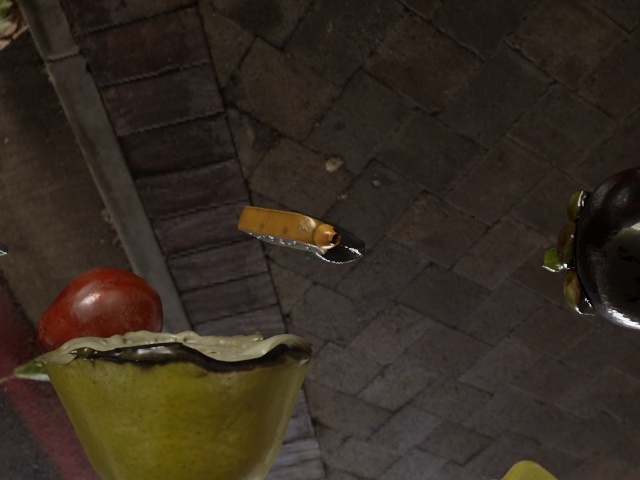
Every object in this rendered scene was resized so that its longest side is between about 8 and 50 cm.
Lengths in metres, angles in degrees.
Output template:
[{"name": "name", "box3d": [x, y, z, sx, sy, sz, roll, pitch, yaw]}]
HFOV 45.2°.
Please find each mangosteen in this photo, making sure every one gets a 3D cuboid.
[{"name": "mangosteen", "box3d": [0.509, 0.017, 1.277, 0.302, 0.275, 0.275, -10, 140, 43]}]

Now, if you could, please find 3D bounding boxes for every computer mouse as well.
[{"name": "computer mouse", "box3d": [0.000, 0.000, 1.313, 0.172, 0.099, 0.057, 21, 109, -25]}]

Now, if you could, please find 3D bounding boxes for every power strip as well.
[{"name": "power strip", "box3d": [-0.031, -0.011, 0.805, 0.049, 0.178, 0.028, 27, 81, -32]}]

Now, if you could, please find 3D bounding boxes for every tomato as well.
[{"name": "tomato", "box3d": [-0.330, 0.122, 1.139, 0.187, 0.187, 0.151, -38, 155, 20]}]

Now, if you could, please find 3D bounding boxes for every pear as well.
[{"name": "pear", "box3d": [-0.121, 0.169, 0.697, 0.266, 0.267, 0.178, -4, 89, -7]}]

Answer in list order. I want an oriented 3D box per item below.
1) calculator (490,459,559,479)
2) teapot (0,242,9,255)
[{"name": "calculator", "box3d": [0.285, 0.380, 0.930, 0.236, 0.157, 0.033, 49, 149, -1]}, {"name": "teapot", "box3d": [-0.498, 0.010, 1.106, 0.087, 0.066, 0.057, -3, 157, 14]}]
